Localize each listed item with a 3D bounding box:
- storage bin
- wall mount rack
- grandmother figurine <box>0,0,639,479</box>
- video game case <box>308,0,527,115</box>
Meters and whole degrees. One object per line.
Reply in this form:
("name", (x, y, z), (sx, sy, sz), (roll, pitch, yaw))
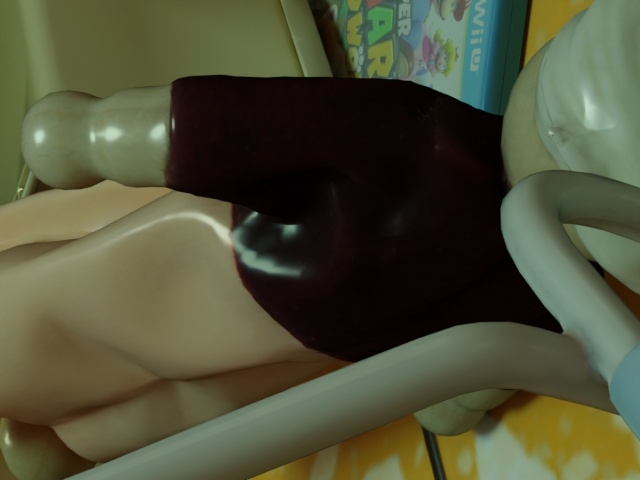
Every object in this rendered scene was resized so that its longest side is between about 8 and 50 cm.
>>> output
("storage bin", (-0.112, -0.048, 0.843), (0.260, 0.123, 0.262), (117, 147, -42))
("wall mount rack", (0.065, 0.112, 0.287), (0.130, 0.304, 0.350), (-63, 32, 20))
("grandmother figurine", (0.000, 0.000, 0.572), (0.342, 0.208, 0.104), (-18, 64, 37))
("video game case", (0.027, -0.073, 0.722), (0.166, 0.015, 0.119), (5, 87, 62))
